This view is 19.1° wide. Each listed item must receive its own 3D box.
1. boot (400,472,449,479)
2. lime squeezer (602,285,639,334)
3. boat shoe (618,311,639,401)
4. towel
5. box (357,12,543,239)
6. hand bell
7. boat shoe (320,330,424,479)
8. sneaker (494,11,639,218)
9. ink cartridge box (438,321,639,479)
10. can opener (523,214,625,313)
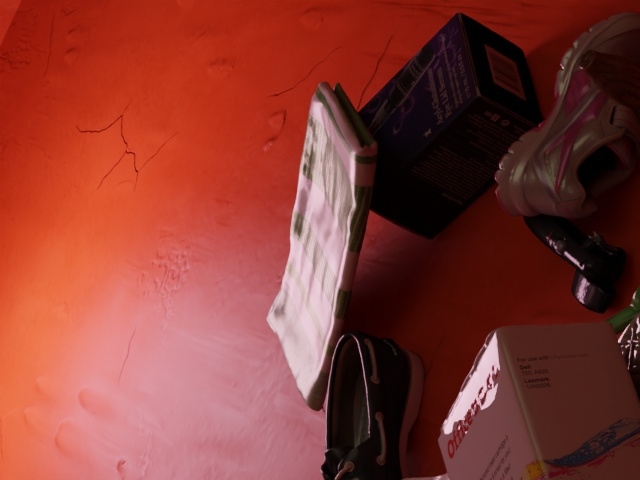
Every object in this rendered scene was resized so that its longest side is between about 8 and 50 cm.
[{"bbox_3d":[0.138,0.281,1.917,0.190,0.069,0.086,-23,55,60],"label":"boot"},{"bbox_3d":[0.322,0.011,1.830,0.110,0.059,0.310,20,84,54],"label":"lime squeezer"},{"bbox_3d":[0.386,0.076,1.597,0.500,0.156,0.187,-61,31,36],"label":"boat shoe"},{"bbox_3d":[0.000,0.000,2.241,0.248,0.038,0.325,-118,38,-63],"label":"towel"},{"bbox_3d":[0.142,-0.129,2.183,0.207,0.108,0.153,-44,35,30],"label":"box"},{"bbox_3d":[0.328,-0.115,1.740,0.126,0.242,0.126,-39,37,37],"label":"hand bell"},{"bbox_3d":[0.042,0.241,2.062,0.114,0.091,0.302,-34,40,41],"label":"boat shoe"},{"bbox_3d":[0.291,-0.119,1.961,0.111,0.103,0.252,24,79,38],"label":"sneaker"},{"bbox_3d":[0.211,0.237,1.647,0.201,0.117,0.278,111,151,-52],"label":"ink cartridge box"},{"bbox_3d":[0.253,0.005,1.948,0.073,0.059,0.186,-57,30,12],"label":"can opener"}]
